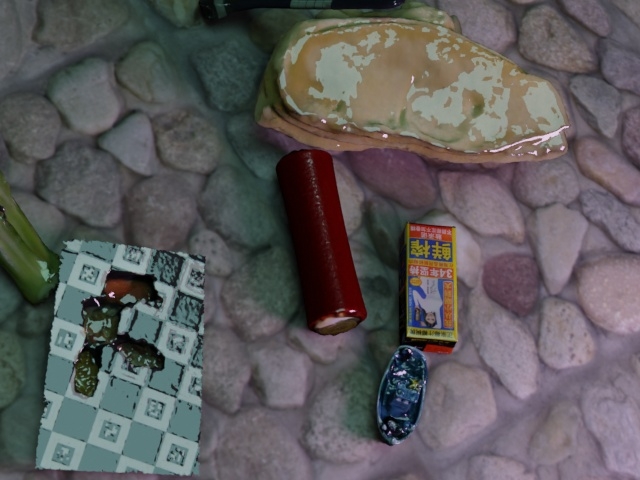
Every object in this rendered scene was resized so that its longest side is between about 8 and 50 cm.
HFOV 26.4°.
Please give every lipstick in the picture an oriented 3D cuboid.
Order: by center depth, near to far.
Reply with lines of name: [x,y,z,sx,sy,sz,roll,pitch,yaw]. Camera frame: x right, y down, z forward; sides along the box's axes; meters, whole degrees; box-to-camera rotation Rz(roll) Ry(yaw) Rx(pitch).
lipstick: [0.000,0.000,1.754,0.080,0.080,0.241,-5,67,-18]

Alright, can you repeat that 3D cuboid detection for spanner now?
spanner: [-0.024,-0.326,1.828,0.316,0.024,0.087,5,35,31]

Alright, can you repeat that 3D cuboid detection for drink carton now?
drink carton: [0.140,0.063,1.778,0.071,0.056,0.165,5,64,-5]

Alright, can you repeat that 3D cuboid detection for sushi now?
sushi: [-0.239,0.142,1.638,0.193,0.043,0.279,6,72,-18]

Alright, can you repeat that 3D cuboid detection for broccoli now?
broccoli: [-0.417,-0.050,1.640,0.304,0.165,0.145,50,30,-5]

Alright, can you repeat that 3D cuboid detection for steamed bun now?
steamed bun: [0.113,-0.227,1.858,0.428,0.189,0.247,4,87,-14]

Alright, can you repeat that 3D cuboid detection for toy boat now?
toy boat: [0.102,0.195,1.701,0.060,0.061,0.137,22,62,-5]
